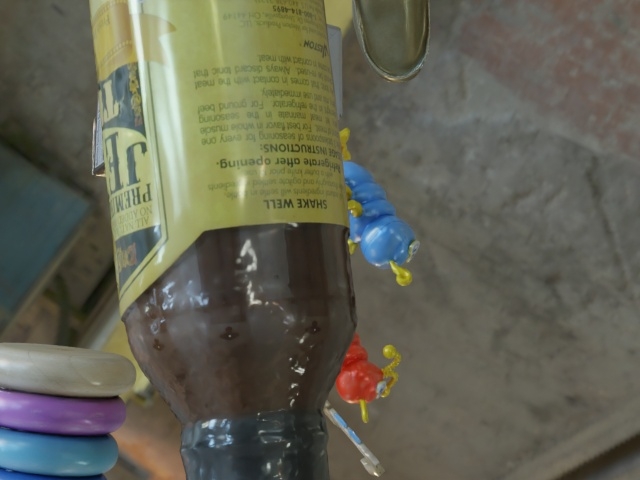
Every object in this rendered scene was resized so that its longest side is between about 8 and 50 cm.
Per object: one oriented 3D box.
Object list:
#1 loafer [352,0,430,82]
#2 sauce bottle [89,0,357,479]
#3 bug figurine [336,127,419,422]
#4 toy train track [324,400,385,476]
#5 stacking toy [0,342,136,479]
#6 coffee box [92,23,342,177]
[{"bbox_3d":[0.046,-0.175,0.963,0.056,0.050,0.148,-6,114,6],"label":"loafer"},{"bbox_3d":[-0.041,-0.011,0.641,0.111,0.344,0.111,-7,170,-1],"label":"sauce bottle"},{"bbox_3d":[0.000,0.000,1.034,0.216,0.072,0.279,58,159,27],"label":"bug figurine"},{"bbox_3d":[0.006,0.099,0.760,0.083,0.014,0.048,45,167,43],"label":"toy train track"},{"bbox_3d":[-0.249,0.261,1.253,0.141,0.330,0.141,6,179,0],"label":"stacking toy"},{"bbox_3d":[-0.104,-0.131,1.359,0.141,0.098,0.246,11,158,-31],"label":"coffee box"}]
